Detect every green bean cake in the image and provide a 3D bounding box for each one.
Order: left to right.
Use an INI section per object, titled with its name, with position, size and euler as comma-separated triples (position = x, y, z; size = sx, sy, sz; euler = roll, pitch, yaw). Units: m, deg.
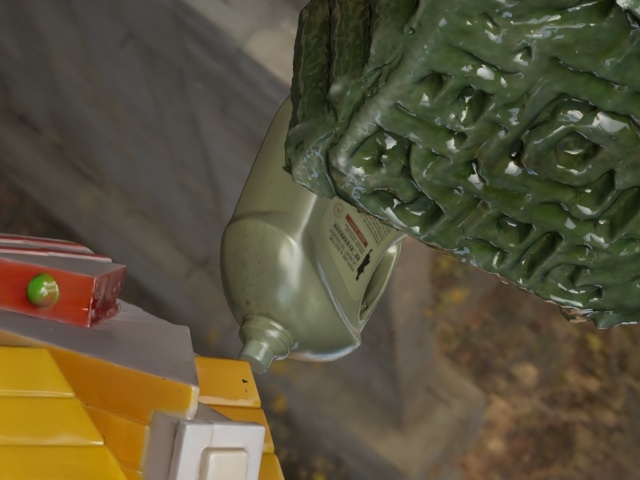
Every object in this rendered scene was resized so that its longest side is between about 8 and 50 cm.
[green bean cake]
position = 0.093, -0.061, 0.713
size = 0.173, 0.181, 0.094
euler = -45, -155, 39

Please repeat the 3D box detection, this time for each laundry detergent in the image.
[laundry detergent]
position = 0.000, 0.000, 1.451
size = 0.181, 0.091, 0.253
euler = 57, 48, -41

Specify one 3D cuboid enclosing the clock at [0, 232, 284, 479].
[clock]
position = -0.137, 0.133, 0.966
size = 0.166, 0.309, 0.235
euler = 5, 97, -31
